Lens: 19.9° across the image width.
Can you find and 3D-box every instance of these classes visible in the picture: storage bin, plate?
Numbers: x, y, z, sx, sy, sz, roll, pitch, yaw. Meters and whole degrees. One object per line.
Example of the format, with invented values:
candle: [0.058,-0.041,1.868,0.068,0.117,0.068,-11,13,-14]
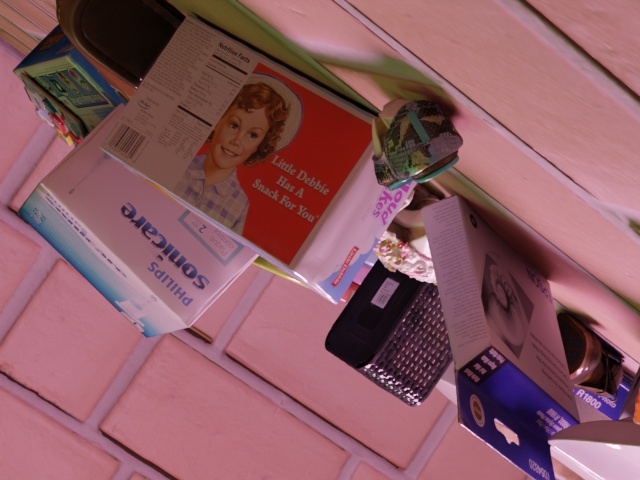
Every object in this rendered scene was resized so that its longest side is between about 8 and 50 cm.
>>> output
storage bin: [0.100,0.073,1.960,0.084,0.180,0.122,37,175,-25]
plate: [0.396,0.220,1.686,0.277,0.045,0.278,-4,152,43]

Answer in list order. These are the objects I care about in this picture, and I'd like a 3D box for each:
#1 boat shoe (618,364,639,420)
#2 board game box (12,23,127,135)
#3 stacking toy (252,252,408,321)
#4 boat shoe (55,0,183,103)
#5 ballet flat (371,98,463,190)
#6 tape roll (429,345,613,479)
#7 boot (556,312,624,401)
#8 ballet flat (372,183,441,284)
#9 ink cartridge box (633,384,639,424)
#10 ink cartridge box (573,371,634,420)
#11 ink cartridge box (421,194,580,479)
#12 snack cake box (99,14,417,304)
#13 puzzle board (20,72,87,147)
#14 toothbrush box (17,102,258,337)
boat shoe: [0.334,0.145,1.725,0.076,0.080,0.228,23,168,8]
board game box: [-0.188,-0.122,2.077,0.302,0.086,0.308,46,167,-16]
stacking toy: [0.000,0.000,2.474,0.309,0.130,0.279,24,179,-16]
boat shoe: [-0.132,-0.154,1.784,0.307,0.111,0.104,47,175,-27]
ballet flat: [0.068,-0.077,1.372,0.070,0.070,0.188,35,174,-5]
tape roll: [0.309,0.251,2.268,0.392,0.072,0.392,35,175,4]
boot: [0.297,0.129,1.991,0.106,0.082,0.219,13,174,-7]
ballet flat: [0.072,-0.028,1.735,0.241,0.091,0.077,32,156,-32]
ink cartridge box: [0.331,0.153,1.501,0.179,0.045,0.145,29,138,28]
ink cartridge box: [0.388,0.228,2.313,0.324,0.071,0.330,35,178,-9]
ink cartridge box: [0.175,0.098,1.696,0.223,0.045,0.224,39,-144,-52]
snack cake box: [-0.053,-0.077,1.624,0.264,0.152,0.089,32,176,36]
puzzle board: [-0.309,-0.141,2.156,0.096,0.011,0.128,39,166,14]
toothbrush box: [-0.202,-0.013,1.991,0.216,0.126,0.295,45,168,-5]
